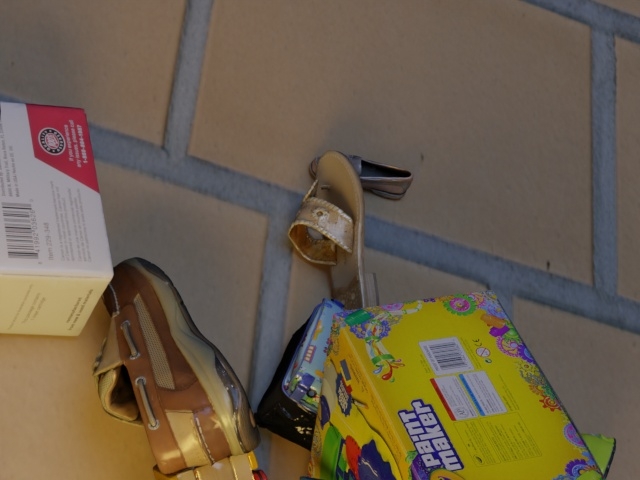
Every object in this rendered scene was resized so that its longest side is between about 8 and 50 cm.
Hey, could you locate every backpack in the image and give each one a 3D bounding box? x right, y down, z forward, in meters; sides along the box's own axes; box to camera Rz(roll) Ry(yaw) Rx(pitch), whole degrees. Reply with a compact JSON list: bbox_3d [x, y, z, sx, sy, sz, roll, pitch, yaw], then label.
[{"bbox_3d":[0.039,0.166,2.094,0.173,0.117,0.158,32,49,-6],"label":"backpack"}]

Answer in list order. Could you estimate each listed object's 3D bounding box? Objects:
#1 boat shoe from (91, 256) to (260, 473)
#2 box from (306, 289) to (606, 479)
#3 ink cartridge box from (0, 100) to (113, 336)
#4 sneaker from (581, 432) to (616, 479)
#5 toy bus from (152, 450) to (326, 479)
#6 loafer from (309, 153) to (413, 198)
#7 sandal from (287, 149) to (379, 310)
[{"bbox_3d":[-0.172,0.124,1.953,0.120,0.123,0.324,-27,32,-11],"label":"boat shoe"},{"bbox_3d":[0.123,0.254,1.898,0.177,0.279,0.290,-8,41,-19],"label":"box"},{"bbox_3d":[-0.387,-0.028,2.008,0.306,0.131,0.226,3,56,-23],"label":"ink cartridge box"},{"bbox_3d":[0.220,0.315,2.100,0.121,0.111,0.300,21,46,9],"label":"sneaker"},{"bbox_3d":[-0.095,0.298,1.930,0.191,0.104,0.202,31,82,-18],"label":"toy bus"},{"bbox_3d":[0.051,-0.084,2.332,0.125,0.039,0.045,13,52,-19],"label":"loafer"},{"bbox_3d":[0.003,-0.003,2.218,0.079,0.088,0.240,4,60,-31],"label":"sandal"}]
